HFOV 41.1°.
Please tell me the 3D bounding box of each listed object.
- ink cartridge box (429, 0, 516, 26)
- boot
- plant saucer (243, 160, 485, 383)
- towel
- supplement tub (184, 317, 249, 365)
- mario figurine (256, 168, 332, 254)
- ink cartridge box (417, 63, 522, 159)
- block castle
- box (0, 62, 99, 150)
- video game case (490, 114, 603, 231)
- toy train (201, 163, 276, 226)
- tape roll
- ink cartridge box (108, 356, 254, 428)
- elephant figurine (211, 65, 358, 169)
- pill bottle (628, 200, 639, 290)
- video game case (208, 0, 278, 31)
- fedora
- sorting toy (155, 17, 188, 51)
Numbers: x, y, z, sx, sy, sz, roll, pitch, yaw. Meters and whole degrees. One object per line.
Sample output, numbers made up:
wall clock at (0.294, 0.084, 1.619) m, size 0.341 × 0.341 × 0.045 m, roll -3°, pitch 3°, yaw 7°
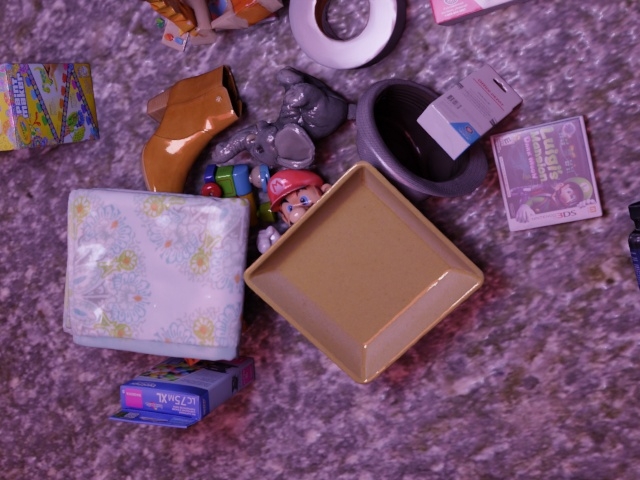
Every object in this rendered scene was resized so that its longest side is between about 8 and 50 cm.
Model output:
ink cartridge box at (0.267, -0.527, 1.531) m, size 0.172 × 0.100 × 0.237 m, roll -13°, pitch 96°, yaw 23°
boot at (-0.258, -0.212, 1.755) m, size 0.211 × 0.104 × 0.295 m, roll -17°, pitch 67°, yaw 25°
plant saucer at (0.082, 0.058, 1.628) m, size 0.333 × 0.081 × 0.333 m, roll 43°, pitch 107°, yaw -11°
towel at (-0.329, 0.063, 1.688) m, size 0.375 × 0.090 × 0.320 m, roll 5°, pitch 97°, yaw 11°
supplement tub at (-0.299, 0.097, 1.829) m, size 0.194 × 0.193 × 0.316 m, roll -34°, pitch 88°, yaw 24°
mario figurine at (0.000, 0.000, 1.697) m, size 0.198 × 0.170 × 0.320 m, roll -38°, pitch 93°, yaw -20°
ink cartridge box at (0.278, -0.239, 1.575) m, size 0.104 × 0.180 × 0.060 m, roll 48°, pitch 147°, yaw 7°
block castle at (-0.155, -0.587, 1.542) m, size 0.453 × 0.303 × 0.212 m, roll -29°, pitch 61°, yaw 22°
box at (-0.693, -0.287, 1.860) m, size 0.290 × 0.279 × 0.177 m, roll -2°, pitch 100°, yaw 22°
video game case at (0.421, -0.123, 1.595) m, size 0.173 × 0.022 × 0.190 m, roll -11°, pitch 96°, yaw 23°
toy train at (-0.157, -0.047, 1.809) m, size 0.144 × 0.105 × 0.248 m, roll -8°, pitch 118°, yaw 6°
tape roll at (0.052, -0.441, 1.648) m, size 0.219 × 0.072 × 0.219 m, roll 4°, pitch 101°, yaw 21°
ink cartridge box at (-0.287, 0.308, 1.802) m, size 0.186 × 0.311 × 0.065 m, roll 3°, pitch 103°, yaw 20°
elephant figurine at (-0.065, -0.210, 1.701) m, size 0.186 × 0.169 × 0.239 m, roll 40°, pitch 109°, yaw 30°
pill bottle at (0.612, 0.034, 1.496) m, size 0.123 × 0.123 × 0.219 m, roll -14°, pitch 94°, yaw 23°
video game case at (-0.199, -0.579, 1.745) m, size 0.204 × 0.025 × 0.285 m, roll -4°, pitch 99°, yaw 22°
fedora at (0.167, -0.167, 1.603) m, size 0.275 × 0.244 × 0.124 m, roll 48°, pitch 142°, yaw 6°
sorting toy at (-0.322, -0.446, 1.826) m, size 0.083 × 0.012 × 0.062 m, roll 24°, pitch 109°, yaw 15°
